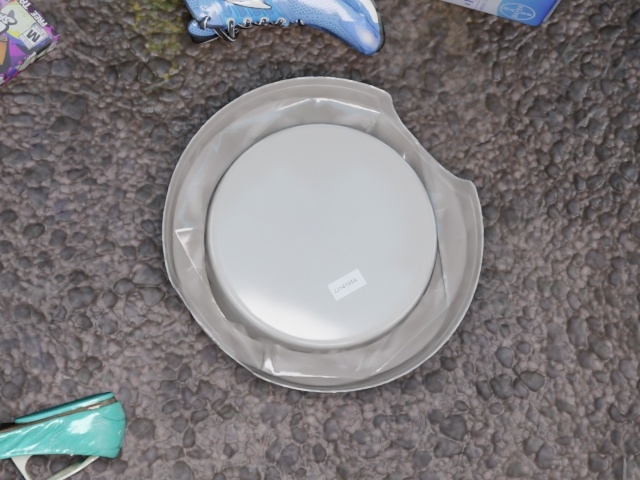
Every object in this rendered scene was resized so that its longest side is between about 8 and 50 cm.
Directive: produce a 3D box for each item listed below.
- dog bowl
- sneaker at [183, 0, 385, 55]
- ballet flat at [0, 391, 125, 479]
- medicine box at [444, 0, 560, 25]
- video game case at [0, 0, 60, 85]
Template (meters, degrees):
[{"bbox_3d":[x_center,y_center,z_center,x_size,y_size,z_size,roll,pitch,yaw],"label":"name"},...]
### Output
[{"bbox_3d":[0.000,0.000,1.426,0.349,0.102,0.348,1,78,-6],"label":"dog bowl"},{"bbox_3d":[-0.083,-0.278,1.482,0.330,0.130,0.147,23,90,2],"label":"sneaker"},{"bbox_3d":[-0.325,0.222,1.353,0.247,0.083,0.087,-10,88,-8],"label":"ballet flat"},{"bbox_3d":[0.158,-0.387,1.444,0.289,0.263,0.149,14,76,-3],"label":"medicine box"},{"bbox_3d":[-0.441,-0.250,1.419,0.232,0.042,0.210,48,58,-2],"label":"video game case"}]
